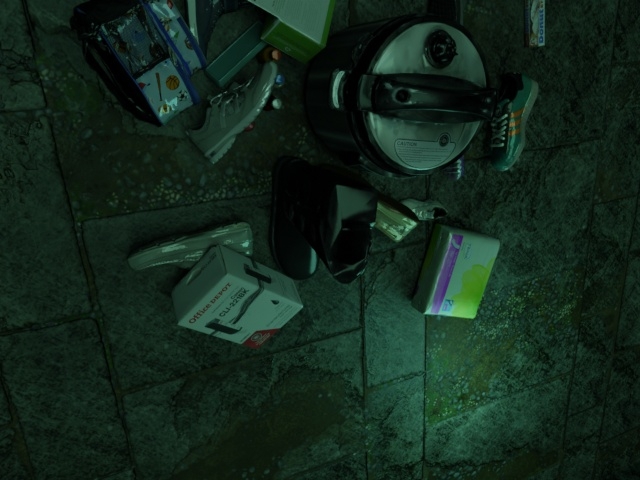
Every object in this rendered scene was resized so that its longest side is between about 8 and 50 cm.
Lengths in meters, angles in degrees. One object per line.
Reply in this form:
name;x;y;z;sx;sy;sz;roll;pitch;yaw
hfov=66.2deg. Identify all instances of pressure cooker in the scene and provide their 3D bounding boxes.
pressure cooker;0.185;-0.347;1.183;0.370;0.420;0.375;-43;119;-7

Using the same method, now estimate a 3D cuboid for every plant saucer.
plant saucer;-0.194;-0.454;1.182;0.192;0.067;0.018;-45;162;-6

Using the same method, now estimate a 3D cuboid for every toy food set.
toy food set;-0.161;-0.354;1.203;0.111;0.104;0.232;38;89;-29

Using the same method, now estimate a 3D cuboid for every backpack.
backpack;-0.367;-0.382;1.031;0.213;0.276;0.263;-29;129;-12

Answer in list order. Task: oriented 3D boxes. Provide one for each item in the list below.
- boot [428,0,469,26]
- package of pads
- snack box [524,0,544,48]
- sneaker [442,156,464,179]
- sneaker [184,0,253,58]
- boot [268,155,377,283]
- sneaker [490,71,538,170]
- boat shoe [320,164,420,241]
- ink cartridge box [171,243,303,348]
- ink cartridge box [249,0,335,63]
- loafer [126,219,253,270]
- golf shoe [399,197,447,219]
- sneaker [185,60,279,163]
boot;0.418;-0.689;1.357;0.223;0.118;0.338;-16;117;-25
package of pads;0.452;0.107;1.631;0.229;0.101;0.296;9;103;-26
snack box;0.659;-0.690;1.512;0.064;0.022;0.178;-18;113;-20
sneaker;0.410;-0.303;1.489;0.104;0.095;0.236;-26;115;-23
sneaker;-0.230;-0.513;1.132;0.163;0.086;0.226;-5;107;-20
boot;-0.001;-0.002;1.194;0.146;0.445;0.367;-14;112;-20
sneaker;0.574;-0.374;1.534;0.121;0.108;0.302;13;93;-26
boat shoe;0.126;-0.097;1.407;0.341;0.121;0.110;29;116;-19
ink cartridge box;-0.214;0.154;1.276;0.197;0.114;0.273;-44;133;17
ink cartridge box;-0.099;-0.562;1.131;0.255;0.097;0.189;20;71;-28
loafer;-0.322;0.032;1.252;0.319;0.112;0.111;-15;104;-20
golf shoe;0.310;-0.092;1.512;0.176;0.086;0.069;-9;112;-20
sneaker;-0.206;-0.307;1.131;0.115;0.105;0.281;39;109;-17
